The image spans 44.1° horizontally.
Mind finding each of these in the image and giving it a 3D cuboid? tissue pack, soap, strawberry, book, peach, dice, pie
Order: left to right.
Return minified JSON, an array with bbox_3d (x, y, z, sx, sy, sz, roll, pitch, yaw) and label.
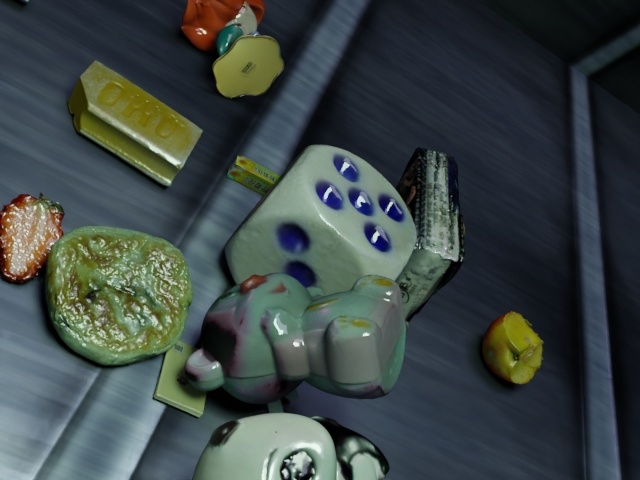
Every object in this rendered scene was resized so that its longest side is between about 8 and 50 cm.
[{"bbox_3d":[-0.432,-0.004,1.162,0.104,0.048,0.152,32,54,-27],"label":"strawberry"},{"bbox_3d":[-0.299,0.073,1.177,0.241,0.054,0.240,19,55,-29],"label":"pie"},{"bbox_3d":[-0.339,-0.211,1.422,0.232,0.073,0.140,33,34,-13],"label":"soap"},{"bbox_3d":[-0.205,0.206,1.194,0.077,0.014,0.111,28,39,-20],"label":"book"},{"bbox_3d":[0.000,0.000,1.384,0.251,0.259,0.243,40,38,-6],"label":"dice"},{"bbox_3d":[0.189,0.000,1.577,0.123,0.245,0.332,19,41,-7],"label":"tissue pack"},{"bbox_3d":[0.395,0.222,1.661,0.151,0.118,0.151,-6,99,-45],"label":"peach"}]

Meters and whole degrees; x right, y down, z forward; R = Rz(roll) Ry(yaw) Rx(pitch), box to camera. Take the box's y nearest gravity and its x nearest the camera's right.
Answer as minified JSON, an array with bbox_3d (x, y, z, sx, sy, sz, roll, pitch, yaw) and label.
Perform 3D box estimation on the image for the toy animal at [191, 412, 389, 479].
[{"bbox_3d":[-0.036,0.331,1.031,0.267,0.213,0.212,20,38,-61],"label":"toy animal"}]

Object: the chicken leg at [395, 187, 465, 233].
[{"bbox_3d":[0.233,-0.046,1.799,0.207,0.101,0.085,34,29,21],"label":"chicken leg"}]

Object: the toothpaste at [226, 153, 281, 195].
[{"bbox_3d":[-0.100,-0.111,1.575,0.179,0.043,0.037,27,40,-22],"label":"toothpaste"}]

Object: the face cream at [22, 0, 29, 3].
[{"bbox_3d":[-0.658,-0.523,1.423,0.291,0.071,0.144,27,40,-23],"label":"face cream"}]

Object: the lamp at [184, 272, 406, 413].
[{"bbox_3d":[-0.028,0.166,1.199,0.247,0.301,0.247,-57,142,-52],"label":"lamp"}]

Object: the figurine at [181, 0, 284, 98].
[{"bbox_3d":[-0.197,-0.460,1.719,0.208,0.181,0.257,-12,52,-16],"label":"figurine"}]
